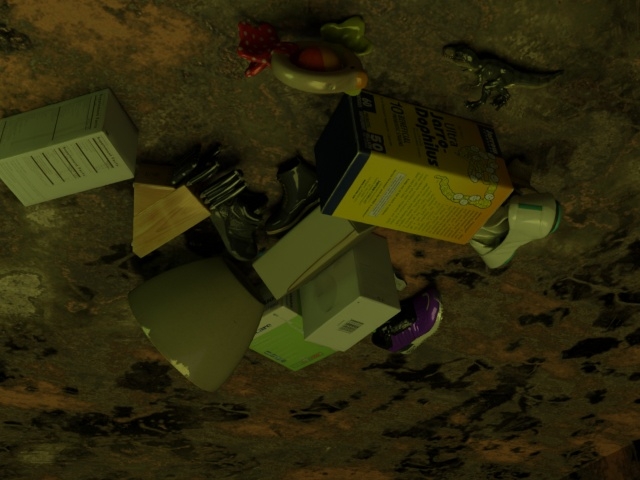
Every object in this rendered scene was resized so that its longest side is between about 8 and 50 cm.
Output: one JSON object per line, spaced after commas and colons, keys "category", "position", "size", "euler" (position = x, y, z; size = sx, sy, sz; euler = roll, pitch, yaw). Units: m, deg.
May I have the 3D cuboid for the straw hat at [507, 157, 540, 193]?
{"category": "straw hat", "position": [0.453, -0.154, 1.739], "size": [0.145, 0.144, 0.061], "euler": [20, 95, -29]}

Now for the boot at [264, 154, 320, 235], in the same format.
{"category": "boot", "position": [-0.081, -0.106, 1.741], "size": [0.198, 0.076, 0.137], "euler": [-38, 129, 16]}

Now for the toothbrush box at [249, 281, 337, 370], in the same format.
{"category": "toothbrush box", "position": [-0.088, 0.231, 2.113], "size": [0.206, 0.122, 0.283], "euler": [-30, 136, 28]}

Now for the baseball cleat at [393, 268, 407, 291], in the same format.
{"category": "baseball cleat", "position": [0.186, 0.149, 2.088], "size": [0.110, 0.072, 0.205], "euler": [-16, 148, -5]}

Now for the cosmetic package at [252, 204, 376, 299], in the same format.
{"category": "cosmetic package", "position": [0.000, 0.000, 1.780], "size": [0.309, 0.113, 0.160], "euler": [-41, 172, 38]}

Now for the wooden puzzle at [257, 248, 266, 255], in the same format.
{"category": "wooden puzzle", "position": [-0.099, 0.040, 1.960], "size": [0.116, 0.014, 0.079], "euler": [28, 126, -35]}

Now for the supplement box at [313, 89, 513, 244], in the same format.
{"category": "supplement box", "position": [0.190, -0.152, 1.611], "size": [0.357, 0.194, 0.195], "euler": [11, 139, -21]}

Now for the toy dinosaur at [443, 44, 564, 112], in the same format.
{"category": "toy dinosaur", "position": [0.357, -0.315, 1.538], "size": [0.268, 0.064, 0.118], "euler": [8, 133, -22]}

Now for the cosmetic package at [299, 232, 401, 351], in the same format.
{"category": "cosmetic package", "position": [0.066, 0.121, 1.911], "size": [0.138, 0.224, 0.224], "euler": [21, 135, -33]}

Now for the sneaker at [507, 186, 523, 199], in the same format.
{"category": "sneaker", "position": [0.396, -0.107, 1.784], "size": [0.158, 0.061, 0.064], "euler": [12, 94, -8]}

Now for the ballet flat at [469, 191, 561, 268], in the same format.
{"category": "ballet flat", "position": [0.420, -0.031, 1.784], "size": [0.139, 0.139, 0.400], "euler": [1, 167, -8]}

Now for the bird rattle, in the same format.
{"category": "bird rattle", "position": [-0.020, -0.330, 1.370], "size": [0.254, 0.207, 0.143], "euler": [1, 124, -24]}

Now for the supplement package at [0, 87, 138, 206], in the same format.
{"category": "supplement package", "position": [-0.506, -0.184, 1.522], "size": [0.244, 0.139, 0.133], "euler": [-13, 140, 10]}

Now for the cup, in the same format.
{"category": "cup", "position": [-0.280, 0.175, 1.904], "size": [0.237, 0.331, 0.331], "euler": [-41, 135, 2]}

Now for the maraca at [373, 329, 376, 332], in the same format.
{"category": "maraca", "position": [0.091, 0.201, 2.110], "size": [0.099, 0.127, 0.186], "euler": [-47, 142, -1]}

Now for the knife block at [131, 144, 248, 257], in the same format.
{"category": "knife block", "position": [-0.287, -0.081, 1.681], "size": [0.242, 0.088, 0.275], "euler": [8, 126, -6]}

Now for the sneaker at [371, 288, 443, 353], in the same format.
{"category": "sneaker", "position": [0.236, 0.234, 2.175], "size": [0.146, 0.102, 0.293], "euler": [11, 139, -19]}

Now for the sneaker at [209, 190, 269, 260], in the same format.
{"category": "sneaker", "position": [-0.170, -0.034, 1.797], "size": [0.130, 0.087, 0.227], "euler": [-9, 137, 13]}
